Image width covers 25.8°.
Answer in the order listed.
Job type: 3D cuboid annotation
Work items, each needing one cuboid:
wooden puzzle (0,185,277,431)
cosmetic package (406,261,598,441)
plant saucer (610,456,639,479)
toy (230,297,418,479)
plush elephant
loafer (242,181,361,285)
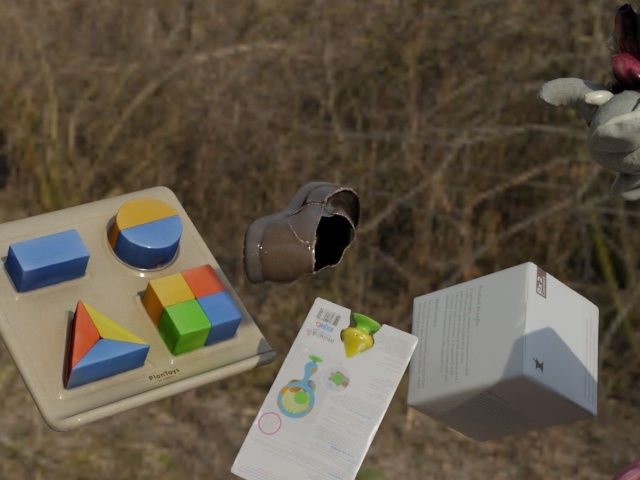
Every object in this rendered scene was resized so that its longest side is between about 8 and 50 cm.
[{"bbox_3d":[-0.263,0.061,1.805,0.322,0.080,0.348,-16,54,-32],"label":"wooden puzzle"},{"bbox_3d":[0.224,0.141,1.716,0.184,0.151,0.151,-19,-37,40],"label":"cosmetic package"},{"bbox_3d":[0.484,0.369,1.653,0.332,0.332,0.084,9,26,16],"label":"plant saucer"},{"bbox_3d":[0.009,0.199,1.659,0.137,0.237,0.056,22,-16,15],"label":"toy"},{"bbox_3d":[0.409,-0.195,1.795,0.330,0.255,0.272,43,-9,28],"label":"plush elephant"},{"bbox_3d":[0.000,0.000,2.246,0.130,0.133,0.366,6,20,20],"label":"loafer"}]
